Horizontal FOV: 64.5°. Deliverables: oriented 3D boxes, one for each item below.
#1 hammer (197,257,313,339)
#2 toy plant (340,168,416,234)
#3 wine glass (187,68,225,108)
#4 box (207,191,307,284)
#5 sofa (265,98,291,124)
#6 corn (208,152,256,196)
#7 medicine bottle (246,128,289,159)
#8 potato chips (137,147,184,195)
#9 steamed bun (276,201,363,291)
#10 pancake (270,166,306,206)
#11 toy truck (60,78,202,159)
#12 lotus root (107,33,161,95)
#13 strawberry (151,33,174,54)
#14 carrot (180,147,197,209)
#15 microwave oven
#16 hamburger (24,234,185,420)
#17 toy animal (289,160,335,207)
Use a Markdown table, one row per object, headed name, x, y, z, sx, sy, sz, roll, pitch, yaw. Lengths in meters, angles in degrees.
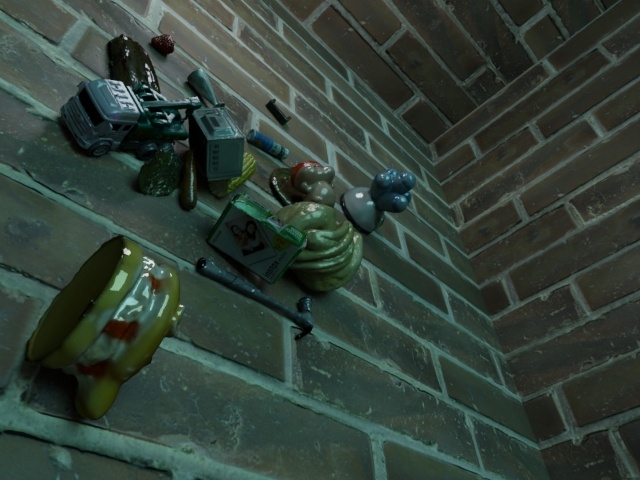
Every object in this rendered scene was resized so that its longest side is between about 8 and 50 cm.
| name | x | y | z | sx | sy | sz | roll | pitch | yaw |
| --- | --- | --- | --- | --- | --- | --- | --- | --- | --- |
| hammer | -0.178 | 0.154 | 1.471 | 0.427 | 0.044 | 0.152 | 35 | 34 | -30 |
| toy plant | 0.283 | -0.202 | 2.269 | 0.247 | 0.332 | 0.247 | 39 | 32 | -30 |
| wine glass | -0.419 | -0.545 | 1.856 | 0.155 | 0.073 | 0.073 | 58 | 28 | 3 |
| box | -0.180 | -0.008 | 1.464 | 0.250 | 0.180 | 0.103 | 34 | 29 | -7 |
| sofa | -0.188 | -0.578 | 2.278 | 0.118 | 0.039 | 0.060 | 50 | 27 | -8 |
| corn | -0.284 | -0.222 | 1.672 | 0.093 | 0.093 | 0.244 | 47 | 29 | -12 |
| medicine bottle | -0.207 | -0.380 | 2.013 | 0.191 | 0.051 | 0.051 | 22 | 41 | -44 |
| potato chips | -0.439 | -0.193 | 1.416 | 0.209 | 0.026 | 0.142 | 7 | 83 | -67 |
| steamed bun | -0.002 | 0.002 | 1.718 | 0.372 | 0.230 | 0.325 | 31 | 32 | -32 |
| pancake | -0.099 | -0.186 | 1.981 | 0.250 | 0.031 | 0.250 | 38 | 31 | -28 |
| toy truck | -0.501 | -0.336 | 1.383 | 0.177 | 0.178 | 0.363 | 58 | 31 | 8 |
| lotus root | -0.576 | -0.544 | 1.603 | 0.167 | 0.078 | 0.330 | 15 | 46 | -52 |
| strawberry | -0.567 | -0.708 | 1.828 | 0.083 | 0.073 | 0.073 | -8 | 59 | -19 |
| carrot | -0.380 | -0.182 | 1.476 | 0.047 | 0.047 | 0.191 | 17 | 64 | -49 |
| microwave oven | -0.325 | -0.300 | 1.550 | 0.122 | 0.162 | 0.208 | -11 | 42 | -25 |
| hamburger | -0.384 | 0.159 | 0.932 | 0.186 | 0.261 | 0.303 | 43 | 47 | -27 |
| toy animal | -0.023 | -0.212 | 1.929 | 0.171 | 0.171 | 0.198 | 0 | 64 | -57 |
